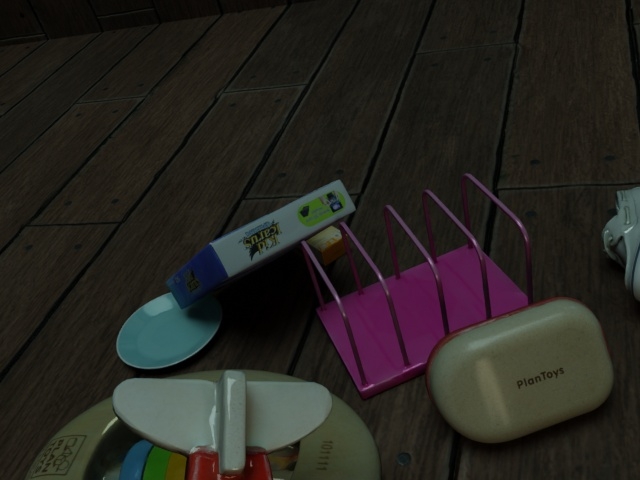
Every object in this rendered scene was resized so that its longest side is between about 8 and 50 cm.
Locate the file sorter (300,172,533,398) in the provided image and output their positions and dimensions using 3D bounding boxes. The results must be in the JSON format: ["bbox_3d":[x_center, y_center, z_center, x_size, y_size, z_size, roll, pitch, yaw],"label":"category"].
[{"bbox_3d":[0.140,0.052,1.040,0.290,0.182,0.202,-22,36,-8],"label":"file sorter"}]

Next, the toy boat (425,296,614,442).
[{"bbox_3d":[0.247,0.160,0.918,0.231,0.151,0.151,-18,5,-3],"label":"toy boat"}]

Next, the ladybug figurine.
[{"bbox_3d":[-0.142,0.303,0.833,0.449,0.162,0.305,-3,39,18],"label":"ladybug figurine"}]

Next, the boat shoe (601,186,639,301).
[{"bbox_3d":[0.468,-0.003,1.059,0.088,0.096,0.267,0,38,28],"label":"boat shoe"}]

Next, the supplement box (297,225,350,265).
[{"bbox_3d":[0.000,0.000,1.290,0.062,0.036,0.098,-33,39,-23],"label":"supplement box"}]

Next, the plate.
[{"bbox_3d":[-0.253,0.154,1.198,0.188,0.024,0.188,-11,35,8],"label":"plate"}]

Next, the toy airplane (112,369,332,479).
[{"bbox_3d":[-0.084,0.300,0.572,0.386,0.272,0.384,34,44,19],"label":"toy airplane"}]

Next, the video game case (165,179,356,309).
[{"bbox_3d":[-0.105,0.012,1.149,0.244,0.061,0.269,-28,-2,-29],"label":"video game case"}]
